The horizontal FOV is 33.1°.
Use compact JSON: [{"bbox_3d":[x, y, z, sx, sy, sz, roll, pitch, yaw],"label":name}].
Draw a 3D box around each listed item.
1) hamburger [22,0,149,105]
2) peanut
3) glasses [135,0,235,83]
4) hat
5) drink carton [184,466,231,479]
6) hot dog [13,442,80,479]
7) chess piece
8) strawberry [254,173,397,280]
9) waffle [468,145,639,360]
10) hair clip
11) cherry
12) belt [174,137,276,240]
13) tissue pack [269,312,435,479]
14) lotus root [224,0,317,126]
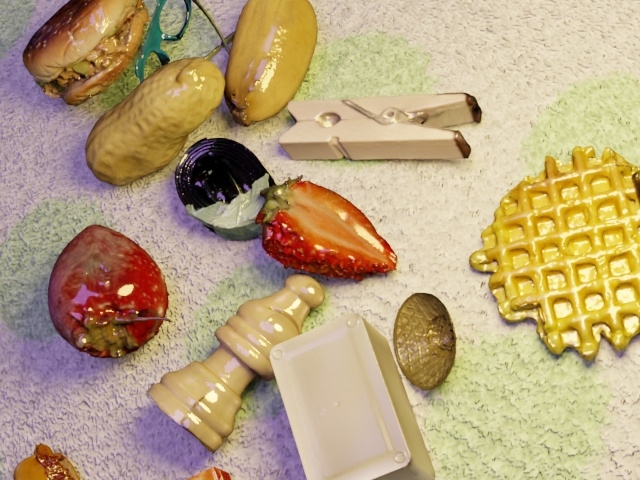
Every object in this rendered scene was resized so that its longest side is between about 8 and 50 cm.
[{"bbox_3d":[-0.430,-0.369,1.971,0.286,0.146,0.243,-17,38,46],"label":"hamburger"},{"bbox_3d":[-0.284,-0.208,1.862,0.319,0.148,0.147,-36,58,30],"label":"peanut"},{"bbox_3d":[-0.222,-0.339,1.964,0.207,0.102,0.239,18,74,-5],"label":"glasses"},{"bbox_3d":[0.178,0.149,1.615,0.146,0.067,0.145,1,91,56],"label":"hat"},{"bbox_3d":[-0.155,0.460,1.595,0.096,0.071,0.222,-27,62,9],"label":"drink carton"},{"bbox_3d":[-0.406,0.420,1.687,0.249,0.102,0.076,57,129,29],"label":"hot dog"},{"bbox_3d":[-0.118,0.170,1.688,0.307,0.124,0.139,-48,28,-8],"label":"chess piece"},{"bbox_3d":[0.007,-0.008,1.716,0.228,0.098,0.174,19,40,-12],"label":"strawberry"},{"bbox_3d":[0.387,0.015,1.592,0.307,0.060,0.312,-44,61,1],"label":"waffle"},{"bbox_3d":[0.094,-0.182,1.767,0.331,0.085,0.101,0,66,27],"label":"hair clip"},{"bbox_3d":[-0.352,0.076,1.770,0.192,0.175,0.249,-20,61,1],"label":"cherry"},{"bbox_3d":[-0.158,-0.085,1.821,0.151,0.078,0.198,-46,62,-5],"label":"belt"},{"bbox_3d":[0.044,0.254,1.573,0.160,0.136,0.246,-23,63,10],"label":"tissue pack"},{"bbox_3d":[-0.084,-0.330,1.866,0.146,0.131,0.303,8,75,29],"label":"lotus root"}]
